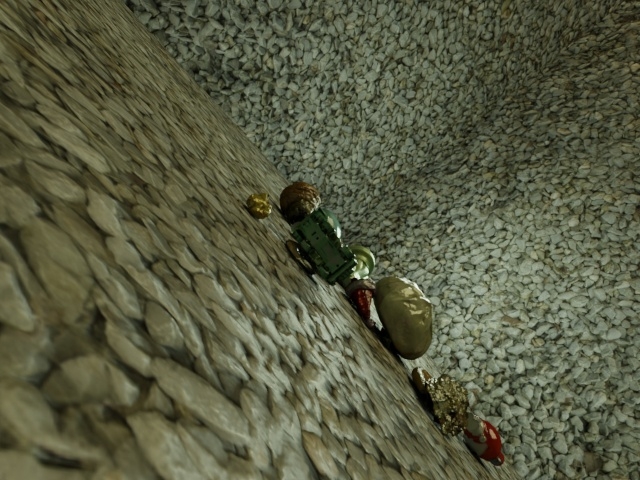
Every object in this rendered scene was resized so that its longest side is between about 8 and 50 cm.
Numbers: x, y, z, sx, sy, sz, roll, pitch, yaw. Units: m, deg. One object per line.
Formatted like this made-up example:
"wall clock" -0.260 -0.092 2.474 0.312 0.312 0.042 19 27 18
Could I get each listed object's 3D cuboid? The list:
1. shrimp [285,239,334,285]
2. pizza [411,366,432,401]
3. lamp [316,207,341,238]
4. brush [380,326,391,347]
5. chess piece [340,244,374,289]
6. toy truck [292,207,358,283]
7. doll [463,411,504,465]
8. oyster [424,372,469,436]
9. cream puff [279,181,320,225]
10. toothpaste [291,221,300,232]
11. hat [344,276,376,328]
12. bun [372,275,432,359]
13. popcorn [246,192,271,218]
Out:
"shrimp" -0.034 0.078 1.512 0.217 0.051 0.150 42 8 -3
"pizza" 0.411 0.569 1.771 0.197 0.058 0.292 52 7 11
"lamp" 0.008 -0.088 2.397 0.284 0.147 0.209 41 11 -8
"brush" 0.252 0.386 1.880 0.028 0.034 0.190 12 5 -2
"chess piece" 0.157 0.154 2.130 0.175 0.176 0.298 49 23 -13
"toy truck" 0.028 0.025 1.502 0.135 0.128 0.259 43 8 -47
"doll" 0.635 0.778 1.829 0.290 0.130 0.161 54 0 -31
"oyster" 0.445 0.563 1.617 0.260 0.092 0.198 14 50 -59
"cream puff" -0.088 -0.140 2.019 0.183 0.183 0.169 47 26 -34
"toothpaste" -0.051 0.006 1.884 0.089 0.057 0.234 56 1 35
"hat" 0.175 0.258 1.860 0.140 0.129 0.227 81 -2 -49
"bun" 0.358 0.312 1.965 0.365 0.219 0.365 -21 90 -88
"popcorn" -0.191 -0.101 1.401 0.084 0.084 0.084 50 5 -6
